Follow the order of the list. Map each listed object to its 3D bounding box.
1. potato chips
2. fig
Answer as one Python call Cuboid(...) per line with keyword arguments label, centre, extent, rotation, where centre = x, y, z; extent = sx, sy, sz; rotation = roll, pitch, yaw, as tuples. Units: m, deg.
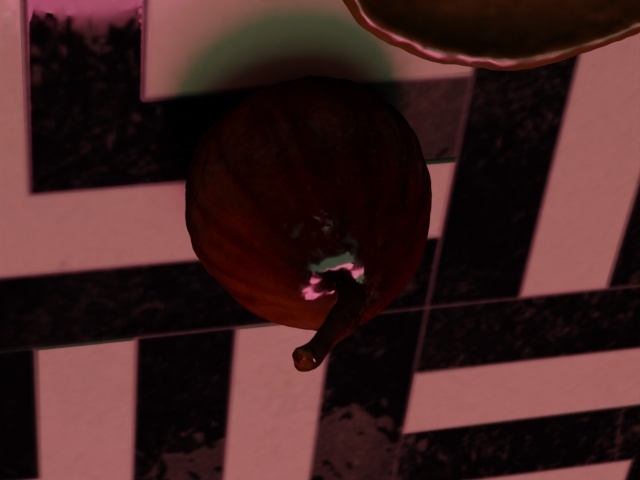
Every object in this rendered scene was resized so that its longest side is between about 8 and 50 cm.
Cuboid(label="potato chips", centre=(0.100, -0.152, 0.743), extent=(0.202, 0.049, 0.150), rotation=(-21, 131, 6))
Cuboid(label="fig", centre=(-0.005, -0.015, 0.791), extent=(0.128, 0.150, 0.128), rotation=(0, 97, -2))
